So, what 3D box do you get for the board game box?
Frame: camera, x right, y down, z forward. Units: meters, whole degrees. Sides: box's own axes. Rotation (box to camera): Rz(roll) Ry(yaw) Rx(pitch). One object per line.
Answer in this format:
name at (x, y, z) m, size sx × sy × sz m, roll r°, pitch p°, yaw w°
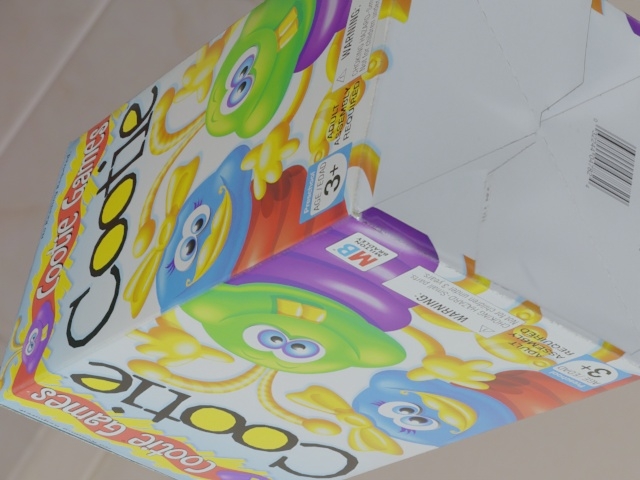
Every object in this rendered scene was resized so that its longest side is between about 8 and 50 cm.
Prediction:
board game box at (0.000, 0.000, 0.750) m, size 0.142 × 0.144 × 0.275 m, roll 27°, pitch 148°, yaw -25°
